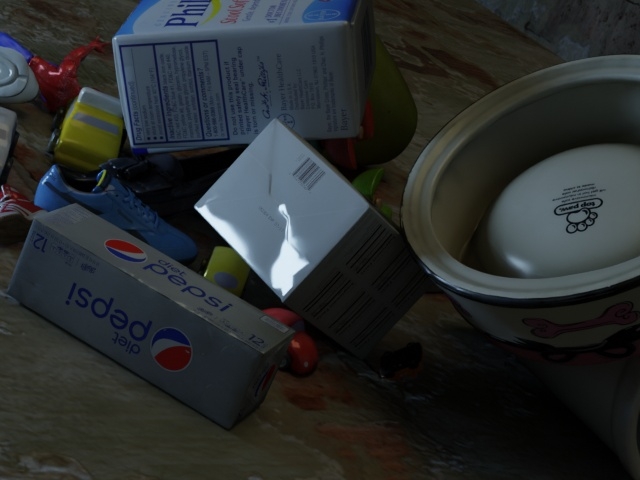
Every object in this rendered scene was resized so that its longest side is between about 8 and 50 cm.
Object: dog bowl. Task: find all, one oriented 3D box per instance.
[{"bbox_3d":[0.303,-0.029,1.706,0.408,0.408,0.150,51,-11,52],"label":"dog bowl"}]

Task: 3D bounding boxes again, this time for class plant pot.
[{"bbox_3d":[0.022,-0.233,2.393,0.275,0.274,0.293,41,10,39],"label":"plant pot"}]

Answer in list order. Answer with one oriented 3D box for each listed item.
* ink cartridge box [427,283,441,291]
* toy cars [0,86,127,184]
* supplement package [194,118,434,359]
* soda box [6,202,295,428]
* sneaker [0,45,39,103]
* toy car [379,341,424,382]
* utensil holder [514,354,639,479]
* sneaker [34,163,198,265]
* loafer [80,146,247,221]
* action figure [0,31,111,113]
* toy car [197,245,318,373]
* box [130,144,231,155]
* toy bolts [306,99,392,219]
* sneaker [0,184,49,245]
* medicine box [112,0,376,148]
[{"bbox_3d":[0.146,0.012,2.184,0.145,0.045,0.179,3,31,-47],"label":"ink cartridge box"},{"bbox_3d":[-0.359,-0.148,1.935,0.176,0.087,0.394,34,22,25],"label":"toy cars"},{"bbox_3d":[0.000,0.000,1.772,0.194,0.149,0.203,45,4,37],"label":"supplement package"},{"bbox_3d":[-0.177,0.075,1.566,0.286,0.098,0.091,29,21,13],"label":"soda box"},{"bbox_3d":[-0.495,-0.238,2.039,0.235,0.090,0.095,23,-4,6],"label":"sneaker"},{"bbox_3d":[0.091,0.127,1.814,0.040,0.060,0.122,50,9,-38],"label":"toy car"},{"bbox_3d":[0.400,0.082,1.896,0.328,0.327,0.385,10,23,-36],"label":"utensil holder"},{"bbox_3d":[-0.235,-0.030,1.793,0.209,0.082,0.069,20,18,-18],"label":"sneaker"},{"bbox_3d":[-0.196,-0.082,1.946,0.109,0.095,0.302,37,23,31],"label":"loafer"},{"bbox_3d":[-0.418,-0.266,2.156,0.280,0.091,0.139,27,29,7],"label":"action figure"},{"bbox_3d":[-0.130,0.062,1.717,0.225,0.053,0.239,9,25,-38],"label":"toy car"},{"bbox_3d":[-0.191,-0.157,2.055,0.137,0.072,0.126,-7,5,-4],"label":"box"},{"bbox_3d":[-0.017,-0.075,2.030,0.159,0.228,0.218,4,36,21],"label":"toy bolts"},{"bbox_3d":[-0.358,-0.030,1.703,0.067,0.042,0.118,35,14,16],"label":"sneaker"},{"bbox_3d":[-0.085,-0.235,1.893,0.289,0.149,0.263,-2,25,8],"label":"medicine box"}]
